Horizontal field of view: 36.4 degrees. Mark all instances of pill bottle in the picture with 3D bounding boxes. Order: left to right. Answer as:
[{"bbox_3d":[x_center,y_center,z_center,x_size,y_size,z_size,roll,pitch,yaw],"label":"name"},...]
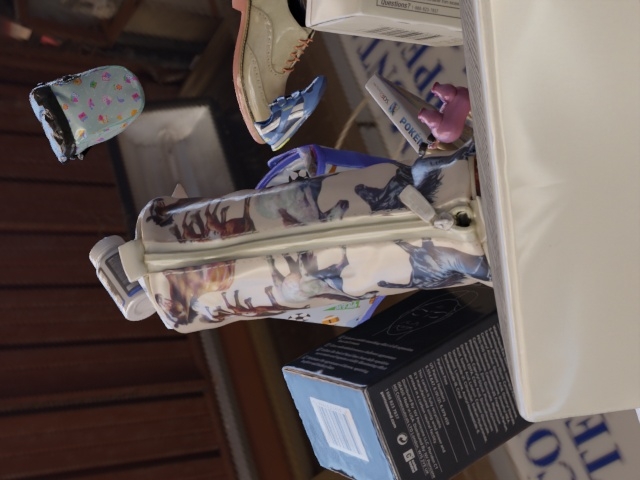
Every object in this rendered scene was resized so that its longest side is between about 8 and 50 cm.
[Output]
[{"bbox_3d":[-0.325,0.061,1.623,0.078,0.078,0.137,-15,-125,-40],"label":"pill bottle"}]

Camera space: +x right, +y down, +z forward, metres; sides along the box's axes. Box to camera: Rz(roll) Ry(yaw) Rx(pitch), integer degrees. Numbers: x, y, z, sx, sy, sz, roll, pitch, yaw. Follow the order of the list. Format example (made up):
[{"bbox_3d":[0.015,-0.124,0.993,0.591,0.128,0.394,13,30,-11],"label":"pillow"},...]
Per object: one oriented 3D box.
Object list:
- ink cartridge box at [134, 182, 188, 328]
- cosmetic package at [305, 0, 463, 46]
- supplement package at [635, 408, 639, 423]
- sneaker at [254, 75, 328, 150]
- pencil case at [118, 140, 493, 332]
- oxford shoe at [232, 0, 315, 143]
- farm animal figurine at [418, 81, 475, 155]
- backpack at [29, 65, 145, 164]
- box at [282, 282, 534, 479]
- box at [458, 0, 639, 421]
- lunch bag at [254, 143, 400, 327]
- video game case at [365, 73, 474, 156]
[{"bbox_3d":[-0.193,0.021,1.280,0.180,0.060,0.104,68,-150,-42],"label":"ink cartridge box"},{"bbox_3d":[0.087,-0.342,0.877,0.160,0.113,0.309,3,-87,-27],"label":"cosmetic package"},{"bbox_3d":[0.360,0.126,0.659,0.199,0.198,0.262,-27,-78,-38],"label":"supplement package"},{"bbox_3d":[-0.045,-0.210,1.535,0.059,0.144,0.053,41,-170,-9],"label":"sneaker"},{"bbox_3d":[0.000,0.000,1.055,0.183,0.410,0.160,36,-132,-68],"label":"pencil case"},{"bbox_3d":[-0.089,-0.383,1.943,0.146,0.397,0.140,5,-155,15],"label":"oxford shoe"},{"bbox_3d":[0.276,-0.242,1.273,0.172,0.330,0.327,28,-121,13],"label":"farm animal figurine"},{"bbox_3d":[-0.399,-0.233,1.712,0.182,0.115,0.152,-26,-79,-22],"label":"backpack"},{"bbox_3d":[0.189,0.236,1.670,0.395,0.293,0.212,-27,-78,-25],"label":"box"},{"bbox_3d":[0.138,-0.075,0.493,0.121,0.311,0.148,-8,-149,7],"label":"box"},{"bbox_3d":[0.023,-0.029,1.973,0.328,0.385,0.239,7,-136,-35],"label":"lunch bag"},{"bbox_3d":[0.253,-0.133,1.635,0.329,0.036,0.300,19,-151,-43],"label":"video game case"}]
